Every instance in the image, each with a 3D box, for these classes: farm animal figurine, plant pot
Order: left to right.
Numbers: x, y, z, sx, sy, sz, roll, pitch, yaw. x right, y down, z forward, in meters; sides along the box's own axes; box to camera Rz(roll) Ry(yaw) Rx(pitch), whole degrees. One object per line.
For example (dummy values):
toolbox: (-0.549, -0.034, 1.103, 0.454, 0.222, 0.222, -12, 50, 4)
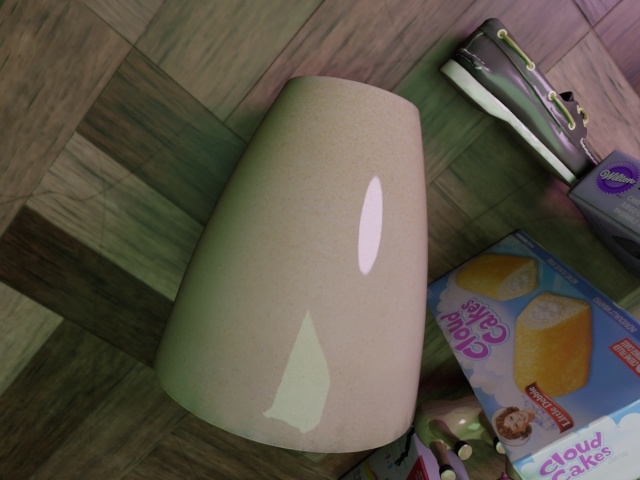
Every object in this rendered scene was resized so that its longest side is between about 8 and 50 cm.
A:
plant pot: (0.000, 0.000, 0.404, 0.257, 0.256, 0.274, 13, 97, -10)
farm animal figurine: (0.312, 0.277, 0.585, 0.327, 0.172, 0.330, -44, 100, 2)

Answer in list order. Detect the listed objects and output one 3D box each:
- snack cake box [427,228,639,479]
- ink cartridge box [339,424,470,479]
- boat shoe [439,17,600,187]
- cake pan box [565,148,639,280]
snack cake box: (0.222, 0.109, 0.439, 0.152, 0.264, 0.089, -34, 112, 11)
ink cartridge box: (0.132, 0.407, 0.644, 0.127, 0.128, 0.176, 37, 107, -18)
boat shoe: (0.229, -0.127, 0.431, 0.228, 0.081, 0.068, 35, 112, -15)
cake pan box: (0.393, 0.049, 0.399, 0.267, 0.245, 0.070, 28, 112, -37)
